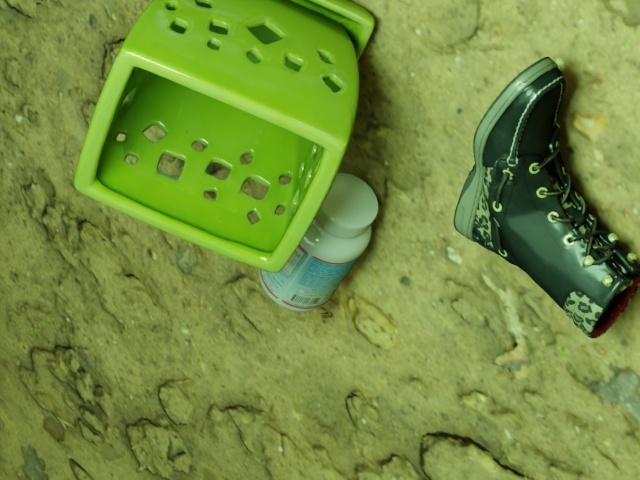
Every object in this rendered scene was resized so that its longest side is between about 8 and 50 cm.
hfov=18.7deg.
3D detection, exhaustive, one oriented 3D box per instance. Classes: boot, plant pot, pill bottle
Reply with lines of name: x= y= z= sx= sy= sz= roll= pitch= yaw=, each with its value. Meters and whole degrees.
boot: x=0.215 y=-0.034 z=1.696 sx=0.178 sy=0.085 sz=0.236 roll=44 pitch=148 yaw=21
plant pot: x=-0.083 y=-0.140 z=1.857 sx=0.228 sy=0.207 sz=0.227 roll=23 pitch=142 yaw=-5
pill bottle: x=0.000 y=0.000 z=1.991 sx=0.087 sy=0.087 sz=0.160 roll=53 pitch=144 yaw=14
